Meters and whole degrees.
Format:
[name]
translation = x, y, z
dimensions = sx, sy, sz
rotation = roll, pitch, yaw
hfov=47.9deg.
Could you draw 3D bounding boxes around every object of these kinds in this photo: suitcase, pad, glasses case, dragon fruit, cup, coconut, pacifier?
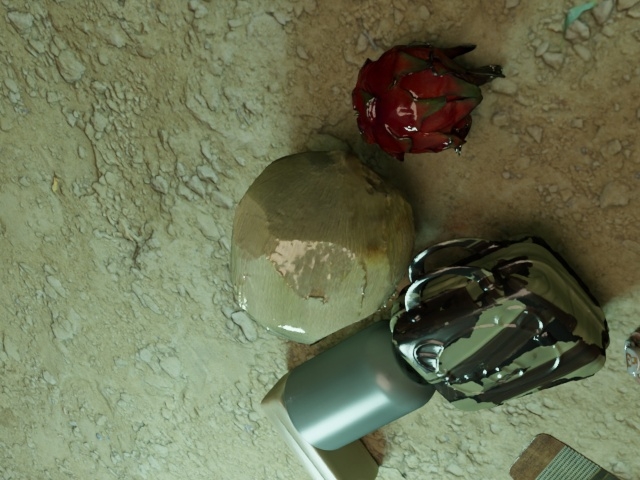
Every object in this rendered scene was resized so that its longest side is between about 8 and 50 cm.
[suitcase]
translation = 0.304, 0.129, 1.313
dimensions = 0.351, 0.194, 0.339
rotation = -30, 116, 35
[pad]
translation = 0.552, 0.474, 1.466
dimensions = 0.250, 0.055, 0.323
rotation = 31, 145, 12
[glasses case]
translation = 0.001, 0.475, 1.728
dimensions = 0.076, 0.144, 0.336
rotation = -30, 98, 38
[dragon fruit]
translation = 0.172, -0.239, 1.217
dimensions = 0.274, 0.193, 0.192
rotation = -7, 85, 32
[cup]
translation = 0.094, 0.306, 1.542
dimensions = 0.312, 0.205, 0.205
rotation = -36, 95, 38
[coconut]
translation = 0.000, 0.000, 1.341
dimensions = 0.346, 0.346, 0.360
rotation = 23, 129, 18
[pacifier]
translation = 0.591, 0.211, 1.302
dimensions = 0.078, 0.081, 0.099
rotation = -6, 92, -3
